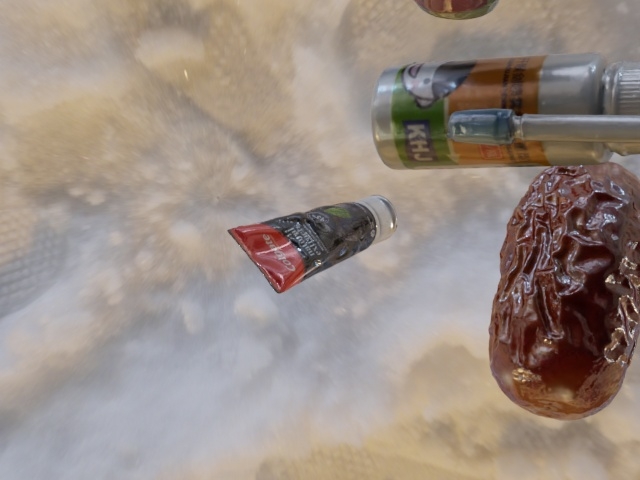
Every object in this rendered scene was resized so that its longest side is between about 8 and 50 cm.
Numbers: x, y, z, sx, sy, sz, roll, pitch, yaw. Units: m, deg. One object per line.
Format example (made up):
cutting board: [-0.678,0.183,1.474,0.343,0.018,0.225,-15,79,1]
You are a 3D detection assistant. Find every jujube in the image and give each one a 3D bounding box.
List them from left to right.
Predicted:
jujube: [0.166,0.032,0.877,0.112,0.109,0.176,42,50,-33]

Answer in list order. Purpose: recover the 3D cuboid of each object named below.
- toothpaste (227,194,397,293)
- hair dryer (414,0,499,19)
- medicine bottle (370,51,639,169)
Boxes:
toothpaste: [0.000,0.000,1.191,0.071,0.193,0.045,52,125,16]
hair dryer: [0.111,-0.190,0.719,0.154,0.054,0.106,-27,136,-29]
medicine bottle: [0.132,-0.066,0.720,0.220,0.092,0.061,0,108,24]
